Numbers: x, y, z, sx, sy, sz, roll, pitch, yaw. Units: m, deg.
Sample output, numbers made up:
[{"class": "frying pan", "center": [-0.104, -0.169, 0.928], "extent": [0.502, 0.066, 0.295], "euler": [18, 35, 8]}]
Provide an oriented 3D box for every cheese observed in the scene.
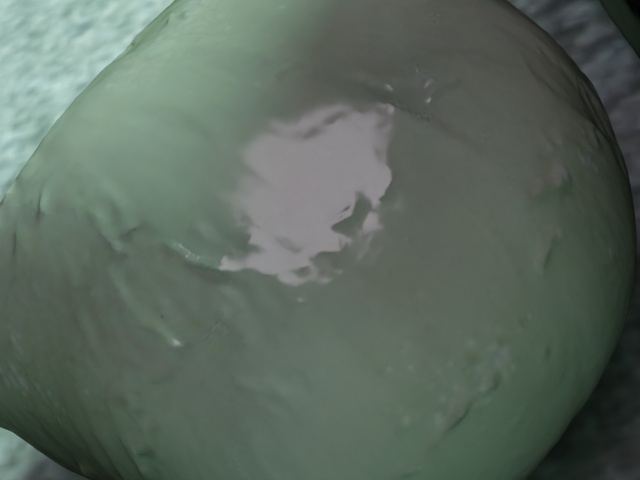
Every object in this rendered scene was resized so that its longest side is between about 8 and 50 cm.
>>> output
[{"class": "cheese", "center": [0.000, 0.000, 0.559], "extent": [0.189, 0.154, 0.198], "euler": [29, 69, 35]}]

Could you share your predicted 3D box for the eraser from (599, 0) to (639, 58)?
[{"class": "eraser", "center": [0.145, -0.134, 0.560], "extent": [0.150, 0.331, 0.331], "euler": [-30, 45, 4]}]
